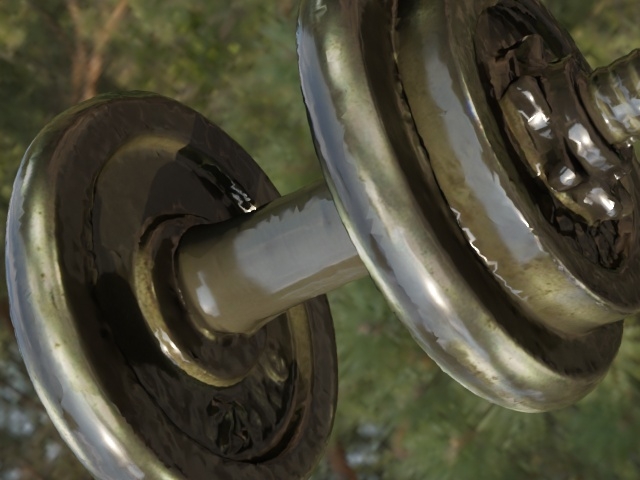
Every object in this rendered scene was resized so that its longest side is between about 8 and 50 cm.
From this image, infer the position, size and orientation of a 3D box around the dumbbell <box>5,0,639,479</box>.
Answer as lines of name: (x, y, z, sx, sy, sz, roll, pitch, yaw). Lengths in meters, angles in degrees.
dumbbell: (0.000, 0.000, 0.562, 0.192, 0.290, 0.192, 40, -143, -39)
